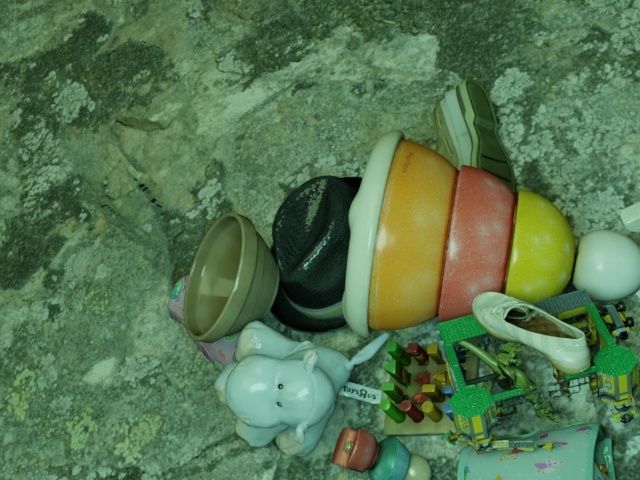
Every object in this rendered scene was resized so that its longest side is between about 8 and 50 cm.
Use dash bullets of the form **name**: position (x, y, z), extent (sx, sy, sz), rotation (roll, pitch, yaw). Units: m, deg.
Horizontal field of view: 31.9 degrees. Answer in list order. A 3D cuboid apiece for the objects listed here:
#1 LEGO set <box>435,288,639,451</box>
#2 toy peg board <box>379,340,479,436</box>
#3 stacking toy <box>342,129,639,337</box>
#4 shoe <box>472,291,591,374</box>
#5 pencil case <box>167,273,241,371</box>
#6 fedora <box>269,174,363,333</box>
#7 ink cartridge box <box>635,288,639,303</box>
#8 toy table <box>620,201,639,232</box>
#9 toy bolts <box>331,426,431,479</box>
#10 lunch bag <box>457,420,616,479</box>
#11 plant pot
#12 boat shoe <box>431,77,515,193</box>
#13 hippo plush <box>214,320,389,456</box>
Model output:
- **LEGO set**: position (0.330, 0.229, 1.724), extent (0.331, 0.192, 0.255), rotation (-21, 39, -5)
- **toy peg board**: position (0.177, 0.241, 1.894), extent (0.160, 0.079, 0.161), rotation (-7, 59, 27)
- **stacking toy**: position (0.291, 0.022, 1.838), extent (0.479, 0.351, 0.351), rotation (10, 65, 10)
- **shoe**: position (0.311, 0.121, 1.658), extent (0.076, 0.058, 0.219), rotation (-36, 42, -24)
- **pencil case**: position (-0.182, 0.177, 2.117), extent (0.124, 0.124, 0.284), rotation (-45, 49, -1)
- **fedora**: position (0.000, 0.000, 2.098), extent (0.334, 0.152, 0.334), rotation (-15, 55, 23)
- **ink cartridge box**: position (0.658, 0.061, 1.690), extent (0.289, 0.121, 0.211), rotation (-45, 48, -1)
- **toy table**: position (0.574, -0.052, 1.628), extent (0.252, 0.161, 0.274), rotation (-36, 47, 8)
- **toy bolts**: position (0.079, 0.428, 1.835), extent (0.229, 0.158, 0.218), rotation (-68, 13, -7)
- **lunch bag**: position (0.322, 0.384, 1.664), extent (0.223, 0.160, 0.262), rotation (-16, 28, 22)
- **plant pot**: position (-0.149, 0.077, 2.015), extent (0.237, 0.109, 0.237), rotation (-41, 40, 45)
- **boat shoe**: position (0.277, -0.150, 2.067), extent (0.103, 0.113, 0.302), rotation (-32, 50, 37)
- **hippo plush**: position (-0.046, 0.273, 1.865), extent (0.294, 0.236, 0.234), rotation (6, 98, 4)
